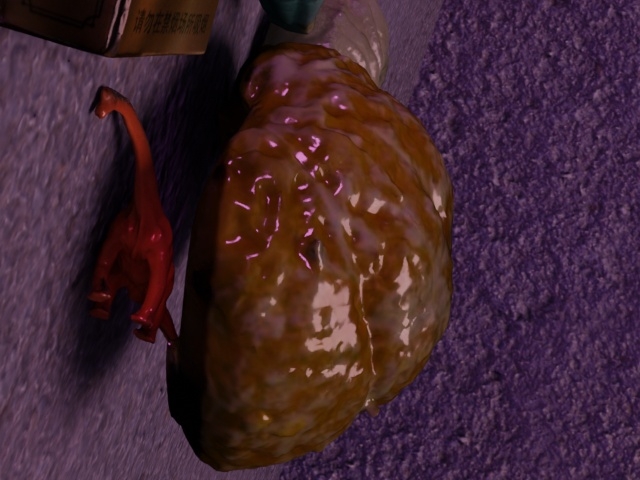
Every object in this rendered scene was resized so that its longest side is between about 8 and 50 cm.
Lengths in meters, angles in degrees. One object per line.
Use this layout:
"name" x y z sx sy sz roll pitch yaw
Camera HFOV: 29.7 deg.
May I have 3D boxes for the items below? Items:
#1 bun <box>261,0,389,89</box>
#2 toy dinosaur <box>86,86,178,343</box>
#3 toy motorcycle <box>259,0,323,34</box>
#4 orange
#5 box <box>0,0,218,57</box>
"bun" 0.004 -0.156 1.173 0.195 0.118 0.196 17 90 -87
"toy dinosaur" -0.130 0.007 0.845 0.280 0.055 0.101 93 8 -59
"toy motorcycle" -0.013 -0.252 0.873 0.296 0.109 0.198 75 36 -74
"orange" 0.000 0.000 0.941 0.369 0.210 0.271 -81 175 -46
"box" -0.079 -0.214 0.607 0.159 0.071 0.240 -35 143 -73
